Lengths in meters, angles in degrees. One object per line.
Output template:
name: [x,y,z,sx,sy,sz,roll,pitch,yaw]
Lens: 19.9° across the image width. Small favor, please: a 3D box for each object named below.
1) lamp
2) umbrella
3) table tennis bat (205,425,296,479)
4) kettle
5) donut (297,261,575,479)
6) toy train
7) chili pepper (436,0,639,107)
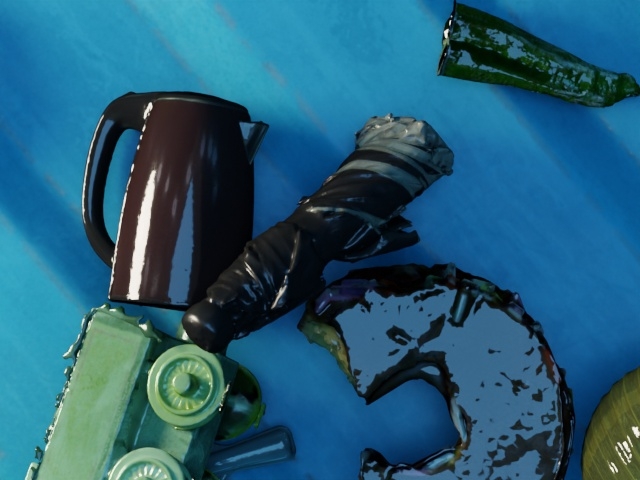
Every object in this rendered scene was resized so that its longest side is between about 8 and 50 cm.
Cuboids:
lamp: [0.371,0.251,1.895,0.284,0.250,0.250,-37,91,16]
umbrella: [-0.003,0.001,1.890,0.358,0.113,0.106,-42,128,-27]
table tennis bat: [-0.143,0.249,1.977,0.237,0.038,0.149,-17,84,1]
kettle: [-0.157,-0.043,1.939,0.202,0.144,0.232,5,84,25]
donut: [0.135,0.180,1.937,0.259,0.136,0.345,-16,91,-4]
toy train: [-0.182,0.202,1.897,0.188,0.159,0.271,15,82,18]
chili pepper: [0.242,-0.193,1.979,0.227,0.059,0.088,15,85,-4]
